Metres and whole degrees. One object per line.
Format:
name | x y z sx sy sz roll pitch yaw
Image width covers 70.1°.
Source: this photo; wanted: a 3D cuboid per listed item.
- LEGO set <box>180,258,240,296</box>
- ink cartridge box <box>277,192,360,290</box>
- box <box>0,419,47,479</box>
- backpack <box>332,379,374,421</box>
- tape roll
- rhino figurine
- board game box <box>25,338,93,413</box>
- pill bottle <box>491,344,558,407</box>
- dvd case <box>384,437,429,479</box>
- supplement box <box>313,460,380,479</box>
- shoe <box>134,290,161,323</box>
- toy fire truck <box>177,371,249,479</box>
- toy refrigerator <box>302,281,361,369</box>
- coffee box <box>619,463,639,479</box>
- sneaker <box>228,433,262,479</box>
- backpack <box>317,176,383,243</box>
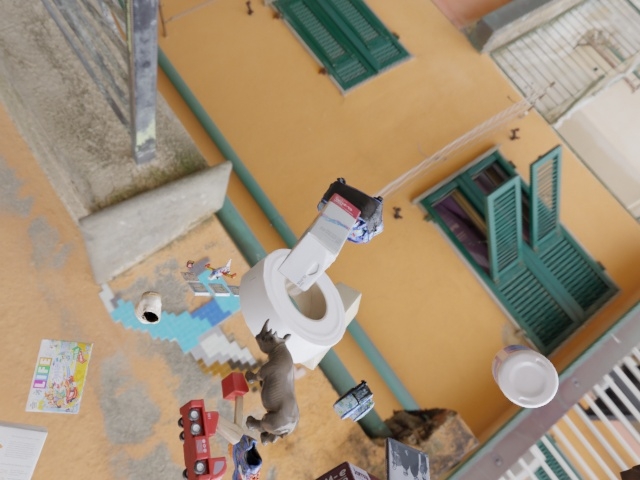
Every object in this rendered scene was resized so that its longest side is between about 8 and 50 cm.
LEGO set | -0.361 0.113 1.516 0.182 0.244 0.060 6 106 -33
ink cartridge box | 0.000 0.000 0.931 0.127 0.072 0.175 -49 -175 35
box | -0.804 0.565 1.175 0.091 0.130 0.170 -21 -128 57
backpack | 0.100 0.483 1.346 0.114 0.084 0.105 -28 157 -19
tape roll | -0.067 0.162 1.170 0.100 0.286 0.286 -38 169 29
rhino figurine | -0.094 0.275 0.918 0.106 0.243 0.073 -26 148 33
board game box | -0.584 0.304 1.027 0.103 0.154 0.026 10 167 -19
pill bottle | 0.591 0.389 1.347 0.152 0.152 0.272 -38 164 8
dvd case | 0.304 0.831 1.588 0.029 0.179 0.238 -53 -164 35
supplement box | 0.075 0.418 0.571 0.073 0.239 0.130 -35 134 5
shoe | -0.517 0.216 1.365 0.077 0.058 0.219 4 152 -21
toy fire truck | -0.189 0.342 0.840 0.135 0.192 0.047 15 136 -41
toy refrigerator | 0.015 0.251 1.391 0.269 0.094 0.102 -45 152 -42
coffee box | 0.729 0.536 0.880 0.098 0.247 0.141 -55 -161 41
sneaker | -0.216 0.691 1.373 0.087 0.221 0.083 -10 -176 34
backpack | 0.084 -0.058 1.192 0.117 0.158 0.173 -53 155 -17
